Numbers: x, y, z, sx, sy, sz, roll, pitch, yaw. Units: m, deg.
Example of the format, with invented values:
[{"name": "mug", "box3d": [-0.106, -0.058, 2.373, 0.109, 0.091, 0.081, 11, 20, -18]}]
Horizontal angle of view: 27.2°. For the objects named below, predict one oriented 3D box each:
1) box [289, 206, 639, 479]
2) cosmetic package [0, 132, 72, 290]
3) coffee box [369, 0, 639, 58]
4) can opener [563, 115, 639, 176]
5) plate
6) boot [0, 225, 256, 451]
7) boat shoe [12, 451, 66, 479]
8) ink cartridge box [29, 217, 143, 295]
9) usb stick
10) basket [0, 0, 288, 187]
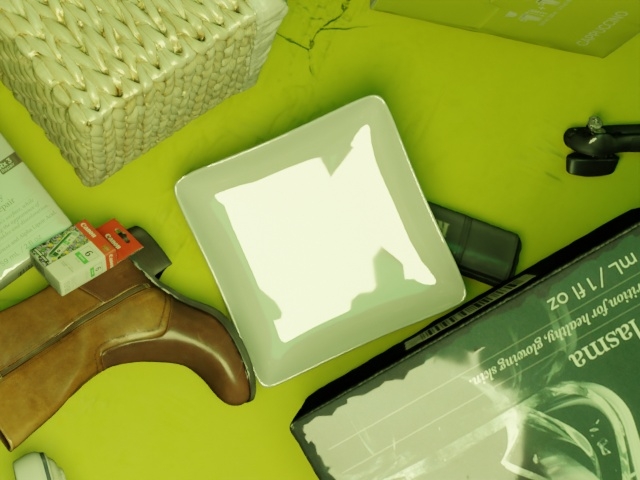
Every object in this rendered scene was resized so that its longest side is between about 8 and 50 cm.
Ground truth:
[{"name": "box", "box3d": [0.289, 0.274, 1.461, 0.480, 0.297, 0.471, -31, 88, 2]}, {"name": "cosmetic package", "box3d": [-0.405, -0.066, 1.555, 0.117, 0.085, 0.231, -39, 90, -16]}, {"name": "coffee box", "box3d": [0.279, -0.452, 1.631, 0.338, 0.337, 0.334, 11, 78, -10]}, {"name": "can opener", "box3d": [0.406, -0.132, 1.748, 0.186, 0.073, 0.059, -9, 42, -16]}, {"name": "plate", "box3d": [0.000, 0.000, 1.607, 0.277, 0.045, 0.278, -24, 95, -1]}, {"name": "boot", "box3d": [-0.242, 0.144, 1.499, 0.280, 0.096, 0.264, -36, 87, -32]}, {"name": "boat shoe", "box3d": [-0.217, 0.391, 1.477, 0.156, 0.136, 0.367, -21, 87, -14]}, {"name": "ink cartridge box", "box3d": [-0.267, 0.010, 1.517, 0.115, 0.029, 0.063, -33, 58, -27]}, {"name": "usb stick", "box3d": [0.120, -0.017, 1.667, 0.278, 0.045, 0.077, 20, 77, -6]}, {"name": "basket", "box3d": [-0.249, -0.274, 1.500, 0.266, 0.331, 0.328, -38, 88, -13]}]
